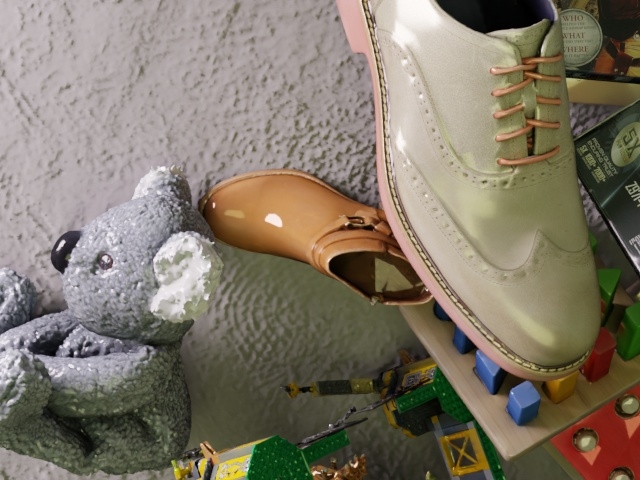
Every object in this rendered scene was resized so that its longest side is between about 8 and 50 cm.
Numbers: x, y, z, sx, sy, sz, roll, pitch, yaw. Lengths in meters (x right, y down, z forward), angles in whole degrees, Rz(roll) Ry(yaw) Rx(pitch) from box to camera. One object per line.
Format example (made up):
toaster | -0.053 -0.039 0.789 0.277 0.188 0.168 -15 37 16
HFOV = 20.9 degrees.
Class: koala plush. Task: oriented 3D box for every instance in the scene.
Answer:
koala plush | -0.154 0.056 1.362 0.203 0.196 0.221 26 104 -21

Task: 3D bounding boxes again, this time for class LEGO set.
LEGO set | 0.005 0.236 1.386 0.192 0.331 0.255 -22 97 45

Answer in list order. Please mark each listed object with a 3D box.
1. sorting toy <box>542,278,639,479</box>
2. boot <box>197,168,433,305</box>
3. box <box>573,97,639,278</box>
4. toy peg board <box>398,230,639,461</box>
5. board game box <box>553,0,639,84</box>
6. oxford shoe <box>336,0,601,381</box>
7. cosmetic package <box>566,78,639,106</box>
sorting toy | 0.333 0.153 1.449 0.255 0.089 0.257 -40 104 10
boot | 0.000 0.000 1.357 0.197 0.152 0.073 5 107 -3
box | 0.274 0.003 1.329 0.077 0.180 0.147 -32 150 8
toy peg board | 0.170 0.057 1.354 0.160 0.079 0.161 -29 65 -14
board game box | 0.291 -0.200 1.338 0.243 0.042 0.165 4 87 -3
oxford shoe | 0.119 -0.091 1.263 0.140 0.146 0.397 -20 85 -27
cosmetic package | 0.198 -0.141 1.379 0.115 0.041 0.060 3 106 -3
